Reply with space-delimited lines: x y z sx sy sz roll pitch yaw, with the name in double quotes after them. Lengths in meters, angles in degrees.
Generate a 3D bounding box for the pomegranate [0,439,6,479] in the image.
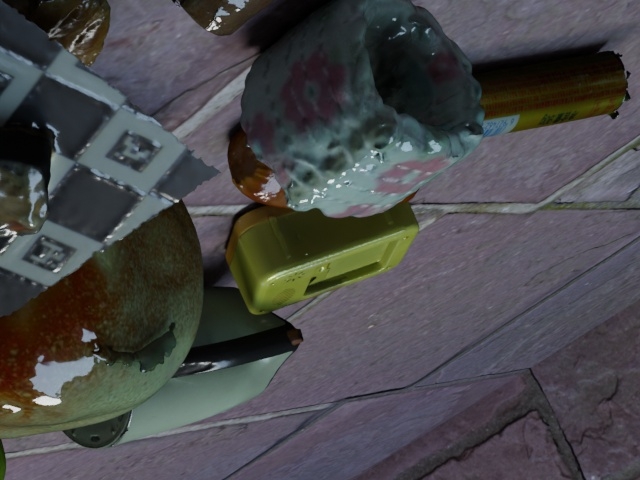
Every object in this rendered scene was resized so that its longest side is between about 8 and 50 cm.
-0.453 0.225 1.967 0.211 0.211 0.263 -19 118 -24 "pomegranate"

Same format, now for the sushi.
-0.301 -0.027 1.314 0.339 0.069 0.320 -32 130 22 "sushi"

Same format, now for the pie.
-0.245 -0.148 1.353 0.195 0.046 0.195 -23 165 -7 "pie"

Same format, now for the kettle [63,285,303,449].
-0.160 0.139 2.096 0.240 0.165 0.255 -9 179 44 "kettle"

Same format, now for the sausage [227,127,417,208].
0.016 -0.079 1.874 0.300 0.089 0.083 -5 147 -51 "sausage"

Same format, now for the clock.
0.000 0.000 2.078 0.202 0.096 0.143 -19 165 -18 "clock"

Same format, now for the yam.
-0.051 -0.217 1.375 0.127 0.084 0.084 -32 163 30 "yam"

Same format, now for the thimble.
0.037 -0.116 1.600 0.149 0.185 0.211 -34 -163 32 "thimble"

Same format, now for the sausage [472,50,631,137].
0.186 -0.146 1.946 0.371 0.082 0.082 -12 159 -37 "sausage"

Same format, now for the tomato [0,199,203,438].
-0.248 0.050 1.604 0.303 0.239 0.303 -21 166 -6 "tomato"
